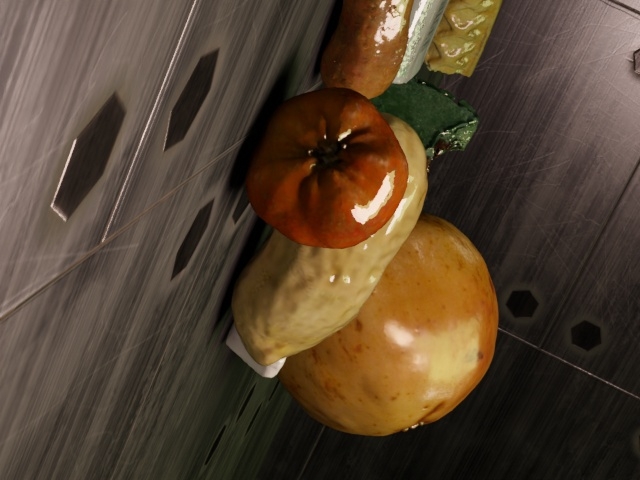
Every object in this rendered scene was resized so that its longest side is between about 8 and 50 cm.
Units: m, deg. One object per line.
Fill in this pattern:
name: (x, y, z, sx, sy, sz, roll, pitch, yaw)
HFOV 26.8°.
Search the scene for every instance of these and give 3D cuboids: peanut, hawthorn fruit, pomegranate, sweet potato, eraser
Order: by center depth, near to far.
hawthorn fruit: (0.004, -0.073, 1.443, 0.189, 0.189, 0.189, -63, 175, -10)
sweet potato: (0.067, -0.264, 1.520, 0.097, 0.097, 0.292, -58, 171, -47)
peanut: (0.000, 0.000, 1.747, 0.169, 0.192, 0.387, 13, 118, -39)
eraser: (0.144, -0.351, 1.918, 0.227, 0.081, 0.174, -65, 171, 27)
pomegranate: (0.084, 0.104, 2.143, 0.410, 0.410, 0.410, -63, 175, -10)

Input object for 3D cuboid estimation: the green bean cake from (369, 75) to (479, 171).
green bean cake: (0.110, -0.144, 2.005, 0.208, 0.193, 0.107, -59, 179, -31)

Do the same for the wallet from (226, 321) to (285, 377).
wallet: (-0.068, 0.095, 1.913, 0.032, 0.124, 0.183, 15, 104, -42)

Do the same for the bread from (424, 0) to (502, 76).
bread: (0.268, -0.433, 2.484, 0.152, 0.130, 0.268, -54, 169, -38)
